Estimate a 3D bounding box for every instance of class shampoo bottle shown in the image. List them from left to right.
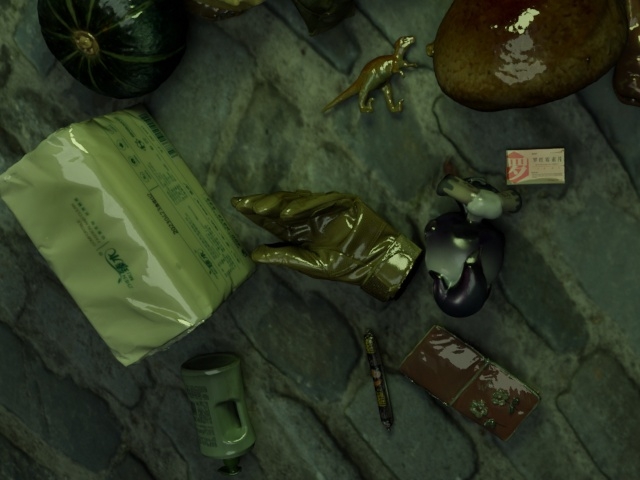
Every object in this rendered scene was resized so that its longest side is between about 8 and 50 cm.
[{"bbox_3d":[-0.185,0.334,1.683,0.118,0.087,0.234,-6,105,17],"label":"shampoo bottle"}]

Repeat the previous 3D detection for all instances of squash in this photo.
[{"bbox_3d":[-0.336,-0.356,1.452,0.252,0.165,0.252,16,131,18],"label":"squash"}]

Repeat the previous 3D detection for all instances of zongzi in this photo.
[{"bbox_3d":[-0.017,-0.429,1.345,0.094,0.204,0.205,-31,95,-6],"label":"zongzi"}]

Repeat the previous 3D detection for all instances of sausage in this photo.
[{"bbox_3d":[0.105,0.253,1.612,0.028,0.025,0.198,-8,104,15],"label":"sausage"}]

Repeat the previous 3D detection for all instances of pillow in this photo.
[{"bbox_3d":[0.259,0.248,1.559,0.232,0.043,0.126,33,113,4],"label":"pillow"}]

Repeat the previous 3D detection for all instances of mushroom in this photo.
[{"bbox_3d":[0.278,-0.296,1.286,0.195,0.263,0.283,40,149,-27],"label":"mushroom"}]

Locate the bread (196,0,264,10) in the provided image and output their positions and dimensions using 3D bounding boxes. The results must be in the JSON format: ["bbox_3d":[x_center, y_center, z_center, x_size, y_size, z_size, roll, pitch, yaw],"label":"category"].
[{"bbox_3d":[-0.164,-0.539,1.316,0.236,0.183,0.389,-5,85,35],"label":"bread"}]

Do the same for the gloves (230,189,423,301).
[{"bbox_3d":[0.006,-0.009,1.499,0.331,0.141,0.154,26,138,-4],"label":"gloves"}]

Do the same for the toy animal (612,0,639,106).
[{"bbox_3d":[0.477,-0.314,1.316,0.229,0.066,0.224,27,113,15],"label":"toy animal"}]

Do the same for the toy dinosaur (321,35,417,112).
[{"bbox_3d":[0.078,-0.269,1.457,0.162,0.039,0.126,5,98,19],"label":"toy dinosaur"}]

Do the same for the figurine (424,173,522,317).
[{"bbox_3d":[0.242,0.016,1.445,0.145,0.145,0.222,16,109,10],"label":"figurine"}]

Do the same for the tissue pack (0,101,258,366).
[{"bbox_3d":[-0.312,-0.019,1.498,0.207,0.297,0.380,-33,95,19],"label":"tissue pack"}]

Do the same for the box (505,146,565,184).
[{"bbox_3d":[0.345,-0.120,1.437,0.093,0.015,0.058,0,108,15],"label":"box"}]

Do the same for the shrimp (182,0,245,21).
[{"bbox_3d":[-0.205,-0.474,1.460,0.173,0.058,0.253,-39,94,15],"label":"shrimp"}]
